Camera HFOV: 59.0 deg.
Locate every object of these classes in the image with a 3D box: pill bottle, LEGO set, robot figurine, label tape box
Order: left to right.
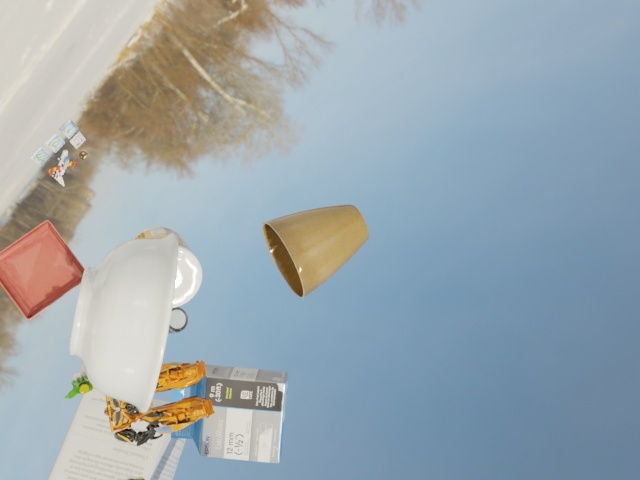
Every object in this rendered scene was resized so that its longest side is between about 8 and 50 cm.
[{"bbox_3d":[-0.880,-0.298,1.964,0.182,0.060,0.244,-52,177,-13],"label":"LEGO set"},{"bbox_3d":[-0.436,0.418,1.482,0.290,0.211,0.085,-15,169,4],"label":"robot figurine"},{"bbox_3d":[-0.349,0.047,1.241,0.136,0.136,0.245,-54,-153,-2],"label":"pill bottle"},{"bbox_3d":[-0.279,0.511,1.684,0.115,0.347,0.249,-103,-161,-82],"label":"label tape box"}]

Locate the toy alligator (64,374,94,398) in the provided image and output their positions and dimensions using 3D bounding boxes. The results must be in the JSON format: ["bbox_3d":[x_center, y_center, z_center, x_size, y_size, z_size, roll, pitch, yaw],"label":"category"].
[{"bbox_3d":[-0.685,0.423,1.713,0.056,0.051,0.189,-17,180,44],"label":"toy alligator"}]

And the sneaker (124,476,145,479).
[{"bbox_3d":[-0.482,0.636,1.471,0.035,0.083,0.031,9,-93,31],"label":"sneaker"}]

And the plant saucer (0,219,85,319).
[{"bbox_3d":[-0.995,0.104,2.008,0.259,0.258,0.048,-37,178,-7],"label":"plant saucer"}]

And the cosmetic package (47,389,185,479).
[{"bbox_3d":[-0.697,0.759,1.997,0.327,0.329,0.394,92,12,-64],"label":"cosmetic package"}]

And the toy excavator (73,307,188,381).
[{"bbox_3d":[-0.784,0.361,2.290,0.222,0.445,0.433,-16,-98,48],"label":"toy excavator"}]

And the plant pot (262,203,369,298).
[{"bbox_3d":[0.000,0.000,1.606,0.254,0.237,0.237,-28,-160,-17],"label":"plant pot"}]

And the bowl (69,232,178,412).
[{"bbox_3d":[-0.326,0.122,0.922,0.298,0.134,0.298,-169,-90,-70],"label":"bowl"}]
